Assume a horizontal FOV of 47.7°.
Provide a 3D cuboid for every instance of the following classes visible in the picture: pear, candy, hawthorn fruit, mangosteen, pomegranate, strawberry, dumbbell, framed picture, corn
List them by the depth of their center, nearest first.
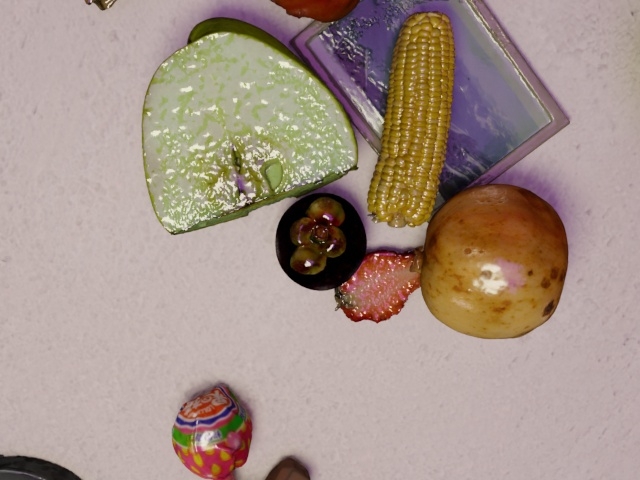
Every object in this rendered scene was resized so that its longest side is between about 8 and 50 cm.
[{"bbox_3d":[-0.023,-0.352,0.931,0.172,0.148,0.148,-6,102,8],"label":"hawthorn fruit"},{"bbox_3d":[-0.112,-0.157,0.960,0.292,0.159,0.293,-1,99,-3],"label":"pear"},{"bbox_3d":[0.126,-0.161,0.972,0.101,0.101,0.292,7,97,-2],"label":"corn"},{"bbox_3d":[0.224,0.027,0.976,0.215,0.215,0.215,0,101,0],"label":"pomegranate"},{"bbox_3d":[0.000,0.000,0.992,0.137,0.151,0.137,0,84,3],"label":"mangosteen"},{"bbox_3d":[0.154,-0.222,1.016,0.247,0.022,0.335,-37,99,6],"label":"framed picture"},{"bbox_3d":[0.087,0.065,1.062,0.152,0.048,0.104,-22,95,-5],"label":"strawberry"},{"bbox_3d":[-0.138,0.397,1.110,0.124,0.124,0.365,-9,112,1],"label":"candy"},{"bbox_3d":[0.014,0.430,1.112,0.231,0.092,0.082,38,89,-7],"label":"dumbbell"}]

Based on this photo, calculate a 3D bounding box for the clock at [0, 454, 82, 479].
[{"bbox_3d":[-0.477,0.485,1.132,0.312,0.061,0.313,0,101,-1],"label":"clock"}]

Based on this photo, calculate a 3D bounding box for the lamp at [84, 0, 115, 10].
[{"bbox_3d":[-0.329,-0.469,0.928,0.090,0.089,0.325,-23,102,3],"label":"lamp"}]
